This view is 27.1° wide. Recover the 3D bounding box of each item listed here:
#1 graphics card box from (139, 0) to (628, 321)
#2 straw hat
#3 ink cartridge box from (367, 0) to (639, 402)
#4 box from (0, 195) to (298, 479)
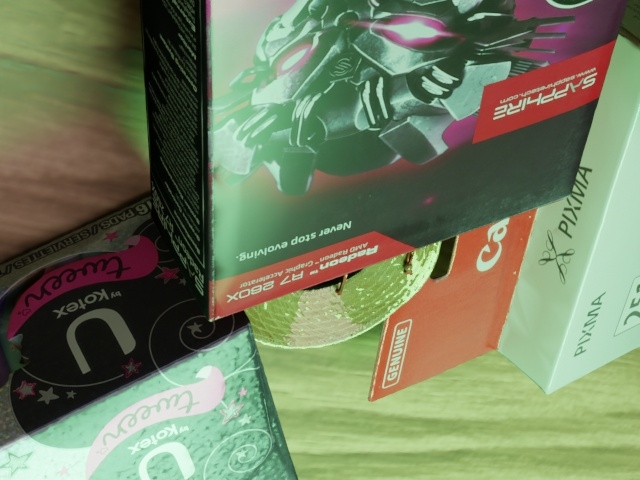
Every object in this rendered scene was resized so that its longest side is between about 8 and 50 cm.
[{"bbox_3d":[0.035,-0.134,0.611,0.233,0.094,0.371,-18,143,-19],"label":"graphics card box"},{"bbox_3d":[0.000,0.000,0.850,0.145,0.061,0.144,-11,136,-11],"label":"straw hat"},{"bbox_3d":[0.172,-0.018,0.915,0.261,0.066,0.296,-20,136,-32],"label":"ink cartridge box"},{"bbox_3d":[-0.159,0.111,0.781,0.247,0.142,0.163,-26,136,-13],"label":"box"}]
